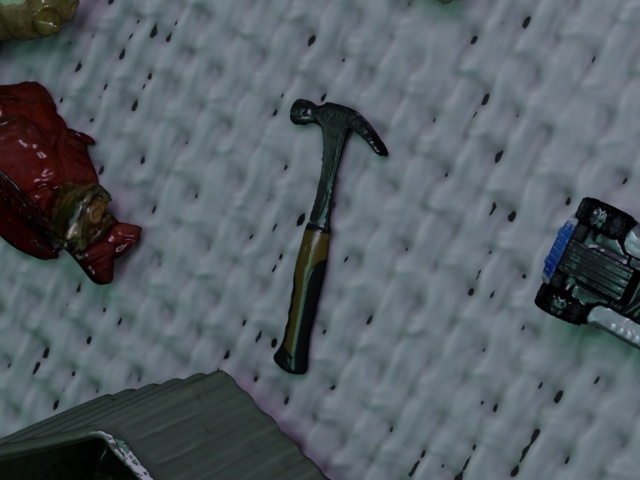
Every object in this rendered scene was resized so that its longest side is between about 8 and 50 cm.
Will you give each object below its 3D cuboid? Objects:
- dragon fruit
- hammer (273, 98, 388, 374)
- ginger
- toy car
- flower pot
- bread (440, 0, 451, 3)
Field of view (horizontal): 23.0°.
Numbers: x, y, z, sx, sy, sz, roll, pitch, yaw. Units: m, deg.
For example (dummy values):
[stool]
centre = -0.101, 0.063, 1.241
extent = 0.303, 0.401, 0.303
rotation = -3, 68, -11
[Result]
[dragon fruit]
centre = -0.232, -0.031, 1.225
extent = 0.192, 0.092, 0.122
rotation = 46, 108, 19
[hammer]
centre = 0.000, 0.000, 1.152
extent = 0.078, 0.021, 0.201
rotation = 12, 96, 25
[ginger]
centre = -0.287, -0.183, 1.259
extent = 0.213, 0.074, 0.137
rotation = -28, 62, 25
[toy car]
centre = 0.227, 0.040, 1.015
extent = 0.170, 0.070, 0.080
rotation = 29, 102, 25
[flower pot]
centre = -0.125, 0.217, 1.109
extent = 0.239, 0.189, 0.209
rotation = 46, 113, 13
[bread]
centre = 0.047, -0.260, 1.108
extent = 0.178, 0.060, 0.139
rotation = 30, 102, 23
